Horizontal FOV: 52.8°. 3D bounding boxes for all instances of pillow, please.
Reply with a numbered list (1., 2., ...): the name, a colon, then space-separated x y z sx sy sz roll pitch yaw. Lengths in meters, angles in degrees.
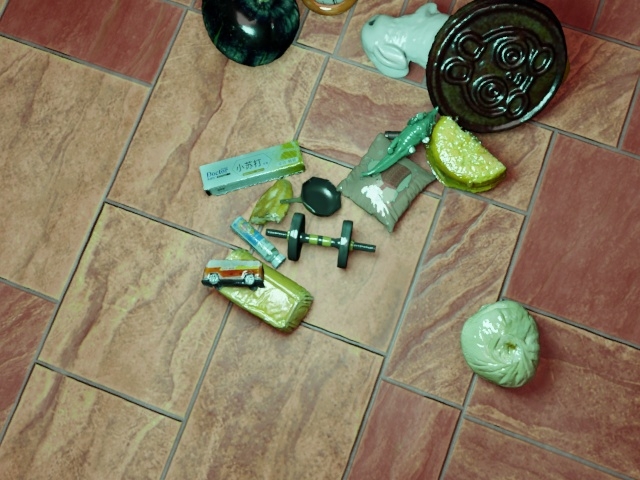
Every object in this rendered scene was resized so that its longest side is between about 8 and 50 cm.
1. pillow: 0.194 -0.172 1.926 0.223 0.084 0.236 37 83 9

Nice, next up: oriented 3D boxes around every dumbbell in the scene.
1. dumbbell: 0.000 0.000 1.876 0.325 0.143 0.143 8 81 4

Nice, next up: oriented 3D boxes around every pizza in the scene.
1. pizza: -0.148 -0.095 1.917 0.161 0.182 0.062 -31 120 15

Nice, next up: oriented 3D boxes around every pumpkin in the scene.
1. pumpkin: -0.217 -0.677 1.960 0.314 0.238 0.316 6 68 -17

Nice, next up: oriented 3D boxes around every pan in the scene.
1. pan: -0.037 -0.131 1.913 0.201 0.048 0.129 12 55 -23

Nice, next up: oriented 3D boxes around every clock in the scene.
1. clock: 0.028 -0.814 2.060 0.205 0.051 0.206 0 80 1

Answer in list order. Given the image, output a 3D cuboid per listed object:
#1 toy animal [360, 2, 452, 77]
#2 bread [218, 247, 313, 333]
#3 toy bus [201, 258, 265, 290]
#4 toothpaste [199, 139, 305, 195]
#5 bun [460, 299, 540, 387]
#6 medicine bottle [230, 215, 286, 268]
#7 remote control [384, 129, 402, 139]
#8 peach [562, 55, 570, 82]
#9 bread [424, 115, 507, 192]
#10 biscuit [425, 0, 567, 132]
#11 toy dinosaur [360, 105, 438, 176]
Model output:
1. toy animal: 0.294 -0.588 1.956 0.356 0.194 0.258 3 90 16
2. bread: -0.170 0.146 1.872 0.288 0.119 0.153 31 86 8
3. toy bus: -0.241 0.093 1.793 0.174 0.079 0.077 1 70 5
4. toothpaste: -0.206 -0.217 1.964 0.312 0.071 0.089 -15 76 1
5. bun: 0.518 0.282 1.803 0.243 0.153 0.244 0 79 -2
6. medicine bottle: -0.187 0.006 1.932 0.191 0.051 0.051 42 85 7
7. remote control: 0.243 -0.324 1.985 0.090 0.016 0.034 2 85 4
8. peach: 0.664 -0.535 1.957 0.179 0.103 0.179 -1 81 6
9. bread: 0.407 -0.232 1.892 0.147 0.160 0.260 -44 83 -1
10. biscuit: 0.500 -0.488 1.833 0.406 0.408 0.091 -3 38 2
11. toy dinosaur: 0.244 -0.279 1.857 0.079 0.120 0.292 45 78 -5
